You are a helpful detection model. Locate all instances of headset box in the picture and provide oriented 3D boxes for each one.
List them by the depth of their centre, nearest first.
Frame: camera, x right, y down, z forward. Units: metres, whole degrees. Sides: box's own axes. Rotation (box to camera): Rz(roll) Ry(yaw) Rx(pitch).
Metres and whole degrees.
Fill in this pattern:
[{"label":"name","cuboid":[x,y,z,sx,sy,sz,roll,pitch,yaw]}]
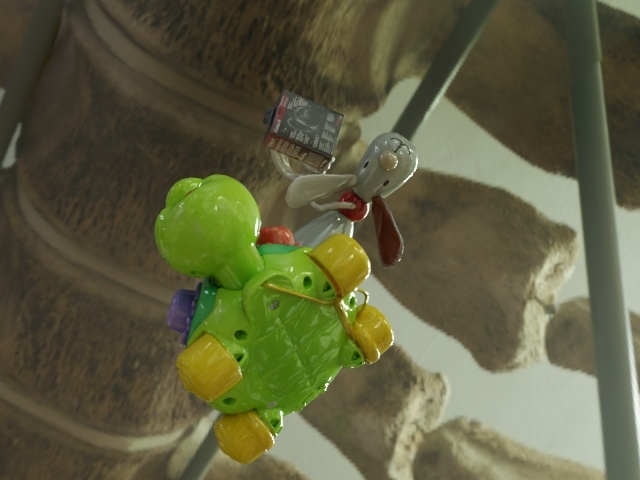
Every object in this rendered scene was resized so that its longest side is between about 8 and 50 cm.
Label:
[{"label":"headset box","cuboid":[-0.022,-0.123,1.152,0.083,0.062,0.032,21,-30,-11]}]

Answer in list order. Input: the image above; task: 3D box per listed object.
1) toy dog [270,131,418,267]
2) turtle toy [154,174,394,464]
[{"label":"toy dog","cuboid":[0.000,0.000,1.407,0.220,0.161,0.334,16,-85,4]},{"label":"turtle toy","cuboid":[-0.028,0.027,0.451,0.095,0.066,0.130,-37,-44,-16]}]
